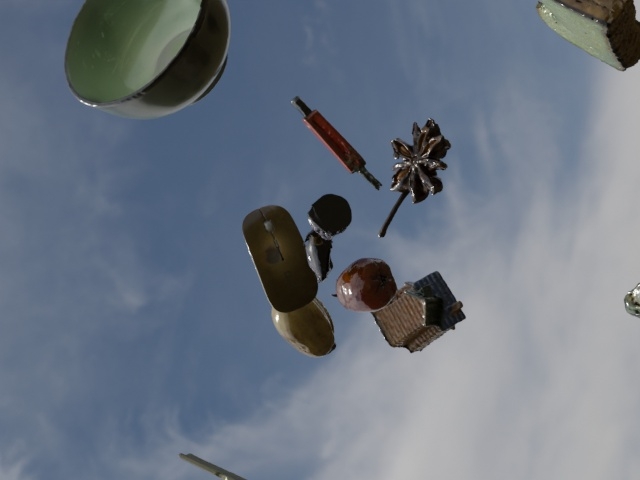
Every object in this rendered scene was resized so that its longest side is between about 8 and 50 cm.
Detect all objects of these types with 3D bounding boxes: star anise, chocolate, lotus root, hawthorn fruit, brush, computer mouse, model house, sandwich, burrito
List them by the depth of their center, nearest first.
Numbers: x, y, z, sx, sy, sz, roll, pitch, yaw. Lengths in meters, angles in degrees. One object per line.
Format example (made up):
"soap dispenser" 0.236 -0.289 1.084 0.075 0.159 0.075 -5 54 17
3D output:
"chocolate" 0.000 -0.003 1.382 0.147 0.070 0.072 115 159 -54
"hawthorn fruit" 0.060 0.068 1.440 0.081 0.093 0.081 16 -116 -38
"computer mouse" -0.073 0.033 1.803 0.102 0.045 0.199 -21 -86 -15
"star anise" 0.175 -0.134 1.929 0.073 0.234 0.177 19 -131 -36
"burrito" 0.756 0.090 2.054 0.229 0.089 0.144 -17 -13 -24
"sandwich" 0.547 -0.479 2.058 0.095 0.249 0.273 -55 -28 6
"lotus root" -0.047 0.169 2.204 0.118 0.125 0.221 -40 -74 -2
"brush" -0.218 0.570 2.331 0.054 0.282 0.048 24 -94 -62
"model house" 0.238 0.160 2.341 0.172 0.166 0.183 -33 -15 25
"brush" 0.039 -0.244 2.533 0.051 0.323 0.070 -46 4 -8

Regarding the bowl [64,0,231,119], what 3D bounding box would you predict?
"bowl" -0.301 -0.374 1.897 0.185 0.354 0.354 32 -103 -49
